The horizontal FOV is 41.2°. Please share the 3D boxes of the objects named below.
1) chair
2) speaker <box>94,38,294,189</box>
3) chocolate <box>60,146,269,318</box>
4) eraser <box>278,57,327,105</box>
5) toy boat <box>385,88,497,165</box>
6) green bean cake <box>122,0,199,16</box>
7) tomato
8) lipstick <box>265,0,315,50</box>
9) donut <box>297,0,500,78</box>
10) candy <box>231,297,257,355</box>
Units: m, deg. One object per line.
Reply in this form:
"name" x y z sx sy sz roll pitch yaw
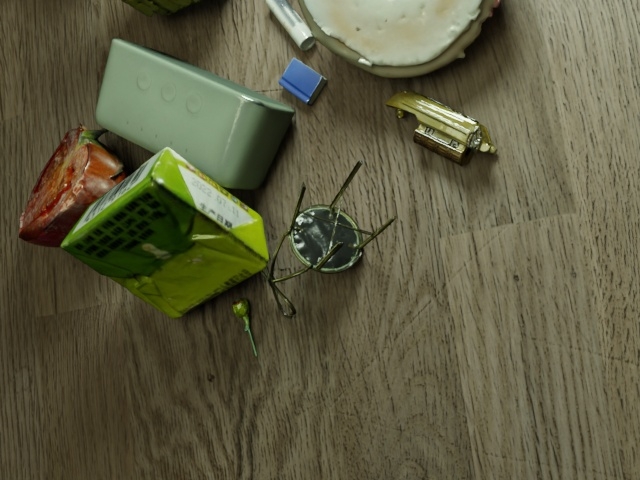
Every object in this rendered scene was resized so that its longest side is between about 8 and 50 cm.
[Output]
"chair" 0.000 0.000 1.610 0.160 0.170 0.326 58 153 15
"speaker" -0.269 -0.258 1.743 0.406 0.183 0.184 27 102 26
"chocolate" -0.293 -0.011 1.651 0.301 0.289 0.137 -28 37 35
"eraser" -0.036 -0.320 1.715 0.084 0.027 0.063 38 103 24
"toy boat" 0.216 -0.205 1.556 0.226 0.068 0.088 30 104 25
"green bean cake" -0.280 -0.629 1.781 0.285 0.202 0.310 3 72 52
"tomato" -0.516 -0.089 1.856 0.309 0.170 0.309 -38 36 36
"lipstick" -0.062 -0.449 1.733 0.040 0.040 0.141 -41 68 17
"donut" 0.139 -0.485 1.518 0.382 0.142 0.383 7 115 14
"candy" -0.149 0.177 1.725 0.035 0.035 0.123 -19 86 12
